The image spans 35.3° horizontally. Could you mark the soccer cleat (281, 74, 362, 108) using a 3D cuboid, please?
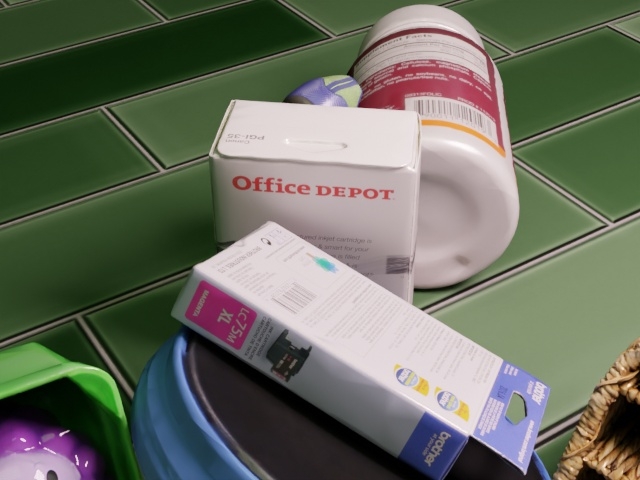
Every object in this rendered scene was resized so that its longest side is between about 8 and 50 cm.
[{"bbox_3d":[-0.021,-0.084,1.205,0.093,0.289,0.121,45,55,13],"label":"soccer cleat"}]

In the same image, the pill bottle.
[{"bbox_3d":[0.132,-0.141,1.313,0.224,0.224,0.392,3,37,3],"label":"pill bottle"}]

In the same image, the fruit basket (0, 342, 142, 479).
[{"bbox_3d":[-0.299,0.276,0.762,0.392,0.283,0.392,-8,23,3],"label":"fruit basket"}]

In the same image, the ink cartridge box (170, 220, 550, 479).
[{"bbox_3d":[0.044,0.099,0.876,0.311,0.065,0.186,29,20,10],"label":"ink cartridge box"}]

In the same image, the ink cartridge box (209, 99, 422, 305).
[{"bbox_3d":[0.000,0.000,1.079,0.207,0.283,0.117,5,38,6],"label":"ink cartridge box"}]

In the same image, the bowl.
[{"bbox_3d":[0.031,0.179,0.869,0.391,0.077,0.391,24,21,-10],"label":"bowl"}]

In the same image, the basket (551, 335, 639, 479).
[{"bbox_3d":[0.376,0.203,0.863,0.299,0.213,0.223,30,43,35],"label":"basket"}]
